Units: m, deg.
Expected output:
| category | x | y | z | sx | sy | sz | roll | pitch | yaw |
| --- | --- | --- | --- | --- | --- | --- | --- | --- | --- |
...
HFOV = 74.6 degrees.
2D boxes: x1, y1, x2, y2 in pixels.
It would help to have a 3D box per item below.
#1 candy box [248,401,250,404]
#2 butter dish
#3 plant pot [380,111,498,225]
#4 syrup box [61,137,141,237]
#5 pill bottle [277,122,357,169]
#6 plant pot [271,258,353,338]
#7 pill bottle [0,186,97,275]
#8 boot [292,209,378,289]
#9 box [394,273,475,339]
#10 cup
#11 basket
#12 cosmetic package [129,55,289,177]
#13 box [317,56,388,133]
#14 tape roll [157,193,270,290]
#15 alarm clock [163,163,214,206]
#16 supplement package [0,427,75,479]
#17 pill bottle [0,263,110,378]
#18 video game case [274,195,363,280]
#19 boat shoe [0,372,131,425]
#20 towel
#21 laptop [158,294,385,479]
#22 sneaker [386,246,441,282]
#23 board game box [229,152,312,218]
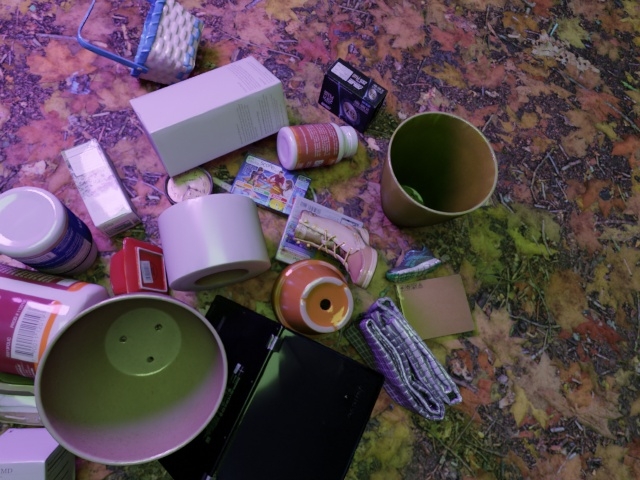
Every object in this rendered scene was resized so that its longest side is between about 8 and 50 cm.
| category | x | y | z | sx | sy | sz | roll | pitch | yaw |
| --- | --- | --- | --- | --- | --- | --- | --- | --- | --- |
| candy box | -0.199 | 0.329 | 1.055 | 0.105 | 0.027 | 0.206 | -37 | 82 | -21 |
| butter dish | -0.464 | 0.090 | 1.041 | 0.118 | 0.160 | 0.160 | -15 | 74 | 11 |
| plant pot | 0.274 | -0.146 | 1.136 | 0.274 | 0.293 | 0.275 | 2 | 73 | -8 |
| syrup box | -0.573 | -0.137 | 1.103 | 0.093 | 0.096 | 0.237 | -28 | 80 | -14 |
| pill bottle | -0.007 | -0.276 | 1.215 | 0.216 | 0.121 | 0.121 | -12 | 75 | -24 |
| plant pot | -0.008 | 0.147 | 1.033 | 0.205 | 0.188 | 0.205 | 1 | 87 | -14 |
| pill bottle | -0.623 | -0.005 | 0.966 | 0.153 | 0.265 | 0.153 | 3 | 72 | -10 |
| boot | 0.031 | 0.013 | 1.052 | 0.203 | 0.095 | 0.262 | 20 | 26 | -12 |
| box | 0.321 | 0.189 | 1.183 | 0.201 | 0.021 | 0.164 | -7 | 74 | -11 |
| cup | -0.378 | 0.250 | 0.891 | 0.331 | 0.237 | 0.331 | -2 | 97 | -19 |
| basket | -0.496 | -0.581 | 1.181 | 0.289 | 0.201 | 0.255 | 23 | 67 | -35 |
| cosmetic package | -0.296 | -0.348 | 1.151 | 0.365 | 0.155 | 0.197 | -27 | 53 | -14 |
| box | 0.094 | -0.436 | 1.275 | 0.180 | 0.147 | 0.077 | 36 | 71 | 2 |
| tape roll | -0.258 | 0.012 | 1.030 | 0.246 | 0.246 | 0.169 | -13 | 75 | -13 |
| alarm clock | -0.356 | -0.122 | 1.150 | 0.129 | 0.064 | 0.192 | -8 | 71 | -11 |
| supplement package | -0.589 | 0.522 | 0.838 | 0.139 | 0.134 | 0.244 | 1 | 93 | -8 |
| pill bottle | -0.703 | 0.166 | 0.921 | 0.392 | 0.224 | 0.224 | 13 | 71 | -3 |
| video game case | 0.000 | 0.000 | 1.171 | 0.212 | 0.023 | 0.193 | 22 | 71 | -13 |
| boat shoe | -0.568 | 0.367 | 0.952 | 0.302 | 0.113 | 0.103 | 14 | 97 | -11 |
| towel | 0.183 | 0.287 | 1.022 | 0.121 | 0.235 | 0.284 | -34 | 81 | -11 |
| laptop | -0.139 | 0.388 | 0.971 | 0.408 | 0.236 | 0.382 | 14 | 72 | 42 |
| sneaker | 0.256 | 0.067 | 1.200 | 0.166 | 0.065 | 0.076 | -15 | 59 | -16 |
| board game box | -0.142 | -0.155 | 1.210 | 0.201 | 0.035 | 0.136 | 22 | 71 | -2 |
